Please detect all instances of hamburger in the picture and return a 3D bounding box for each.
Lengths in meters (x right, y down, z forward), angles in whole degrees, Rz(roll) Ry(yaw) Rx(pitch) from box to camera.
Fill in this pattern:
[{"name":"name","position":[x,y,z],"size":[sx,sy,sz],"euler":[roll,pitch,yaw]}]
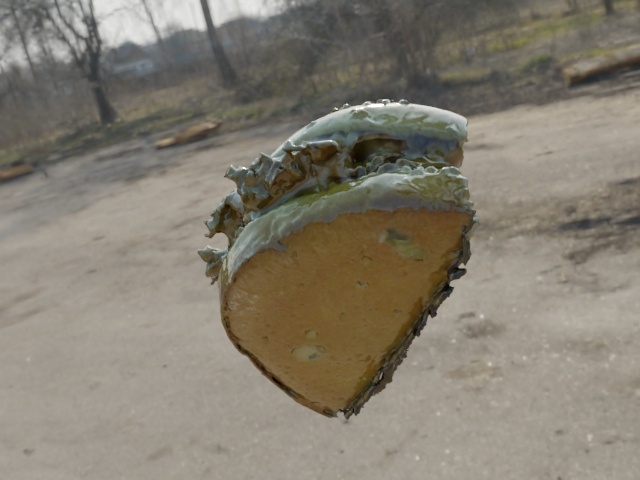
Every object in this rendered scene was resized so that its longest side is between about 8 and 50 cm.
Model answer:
[{"name":"hamburger","position":[0.000,0.000,1.047],"size":[0.286,0.445,0.268],"euler":[19,48,-10]}]
